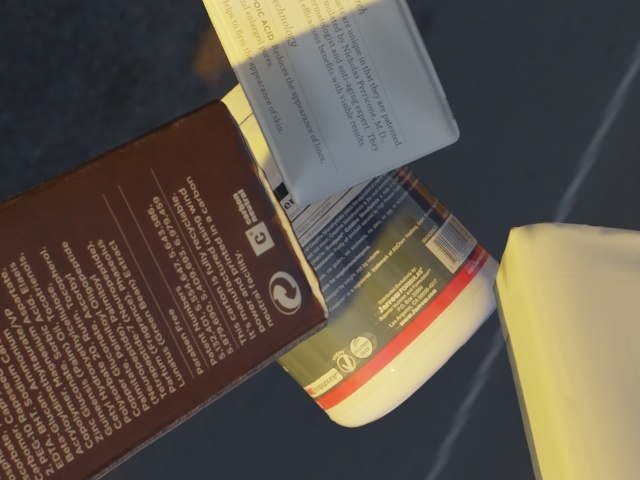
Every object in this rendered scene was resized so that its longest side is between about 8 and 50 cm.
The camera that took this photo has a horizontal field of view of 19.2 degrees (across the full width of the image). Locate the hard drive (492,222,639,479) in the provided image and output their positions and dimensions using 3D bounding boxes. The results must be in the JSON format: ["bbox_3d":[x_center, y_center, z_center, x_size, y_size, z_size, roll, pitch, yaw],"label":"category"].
[{"bbox_3d":[0.178,0.117,0.555,0.318,0.210,0.040,-97,-164,-51],"label":"hard drive"}]

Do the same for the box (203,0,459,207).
[{"bbox_3d":[0.004,-0.138,1.277,0.119,0.182,0.181,-23,-169,5],"label":"box"}]

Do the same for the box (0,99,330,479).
[{"bbox_3d":[-0.193,0.075,0.898,0.191,0.143,0.381,-20,-171,42],"label":"box"}]

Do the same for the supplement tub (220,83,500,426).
[{"bbox_3d":[0.000,0.000,1.555,0.191,0.272,0.191,-43,-178,2],"label":"supplement tub"}]
